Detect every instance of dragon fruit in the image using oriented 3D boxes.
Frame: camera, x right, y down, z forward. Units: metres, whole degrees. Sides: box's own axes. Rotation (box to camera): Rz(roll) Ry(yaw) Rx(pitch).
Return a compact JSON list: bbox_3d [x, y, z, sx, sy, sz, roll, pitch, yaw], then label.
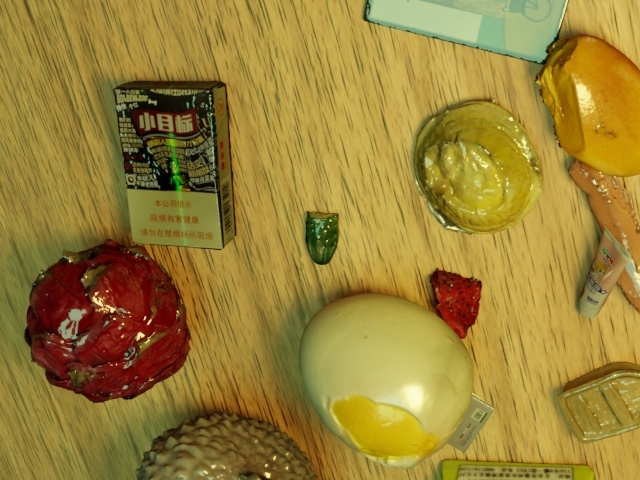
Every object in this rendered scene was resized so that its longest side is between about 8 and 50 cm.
[{"bbox_3d":[-0.413,0.162,1.679,0.329,0.329,0.330,6,112,16],"label":"dragon fruit"},{"bbox_3d":[0.240,0.127,1.580,0.097,0.063,0.131,9,113,15],"label":"dragon fruit"}]

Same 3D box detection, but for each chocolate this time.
[{"bbox_3d":[0.386,0.586,1.670,0.300,0.137,0.289,-3,109,19],"label":"chocolate"}]

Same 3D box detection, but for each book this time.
[{"bbox_3d":[0.235,0.327,1.687,0.181,0.014,0.127,30,117,5],"label":"book"}]

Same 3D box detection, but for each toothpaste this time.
[{"bbox_3d":[0.473,0.062,1.442,0.042,0.067,0.195,-19,144,-14],"label":"toothpaste"}]

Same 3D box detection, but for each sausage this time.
[{"bbox_3d":[0.501,-0.008,1.437,0.078,0.078,0.305,-22,100,24],"label":"sausage"}]

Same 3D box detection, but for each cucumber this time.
[{"bbox_3d":[0.000,0.000,1.626,0.067,0.035,0.108,6,114,14],"label":"cucumber"}]

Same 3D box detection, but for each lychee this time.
[{"bbox_3d":[-0.196,0.528,1.720,0.380,0.380,0.432,47,143,-4],"label":"lychee"}]

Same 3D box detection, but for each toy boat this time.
[{"bbox_3d":[0.533,0.282,1.546,0.188,0.061,0.116,-26,99,25],"label":"toy boat"}]

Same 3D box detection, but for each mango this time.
[{"bbox_3d":[0.442,-0.205,1.347,0.154,0.126,0.252,-39,101,-4],"label":"mango"}]

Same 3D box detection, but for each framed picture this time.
[{"bbox_3d":[0.245,-0.438,1.387,0.323,0.013,0.244,16,114,11],"label":"framed picture"}]

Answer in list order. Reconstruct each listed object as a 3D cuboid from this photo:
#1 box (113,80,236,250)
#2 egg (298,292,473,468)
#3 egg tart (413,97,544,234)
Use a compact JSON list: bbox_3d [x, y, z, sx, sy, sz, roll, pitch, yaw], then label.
[{"bbox_3d":[-0.269,-0.143,1.630,0.198,0.084,0.310,4,112,17],"label":"box"},{"bbox_3d":[0.112,0.236,1.540,0.345,0.283,0.283,35,120,30],"label":"egg"},{"bbox_3d":[0.264,-0.113,1.466,0.231,0.098,0.253,9,117,18],"label":"egg tart"}]
